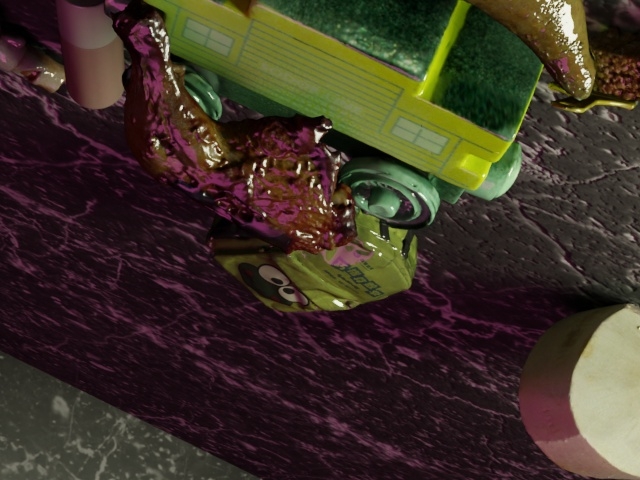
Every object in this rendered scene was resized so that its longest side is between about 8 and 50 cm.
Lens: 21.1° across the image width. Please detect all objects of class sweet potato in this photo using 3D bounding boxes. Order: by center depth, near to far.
[{"bbox_3d":[0.120,-0.237,1.464,0.310,0.098,0.124,28,154,-2],"label":"sweet potato"}]

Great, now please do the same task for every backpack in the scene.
[{"bbox_3d":[0.000,0.000,2.125,0.253,0.140,0.207,-5,147,39],"label":"backpack"}]

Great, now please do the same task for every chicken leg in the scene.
[{"bbox_3d":[-0.087,-0.091,1.604,0.322,0.083,0.177,32,136,-16],"label":"chicken leg"}]

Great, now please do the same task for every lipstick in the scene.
[{"bbox_3d":[-0.253,-0.227,1.899,0.070,0.070,0.254,21,160,3],"label":"lipstick"}]

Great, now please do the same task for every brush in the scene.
[{"bbox_3d":[0.240,-0.129,1.570,0.083,0.011,0.205,16,-166,14],"label":"brush"}]

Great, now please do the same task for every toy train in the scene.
[{"bbox_3d":[0.006,-0.179,1.632,0.442,0.179,0.272,24,153,-3],"label":"toy train"}]

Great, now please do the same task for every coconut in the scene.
[{"bbox_3d":[0.370,0.188,2.107,0.241,0.241,0.241,19,159,8],"label":"coconut"}]

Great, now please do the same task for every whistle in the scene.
[{"bbox_3d":[-0.395,-0.242,2.035,0.220,0.057,0.107,30,145,-32],"label":"whistle"}]

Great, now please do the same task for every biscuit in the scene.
[{"bbox_3d":[0.327,-0.139,1.524,0.199,0.034,0.064,21,142,34],"label":"biscuit"}]
